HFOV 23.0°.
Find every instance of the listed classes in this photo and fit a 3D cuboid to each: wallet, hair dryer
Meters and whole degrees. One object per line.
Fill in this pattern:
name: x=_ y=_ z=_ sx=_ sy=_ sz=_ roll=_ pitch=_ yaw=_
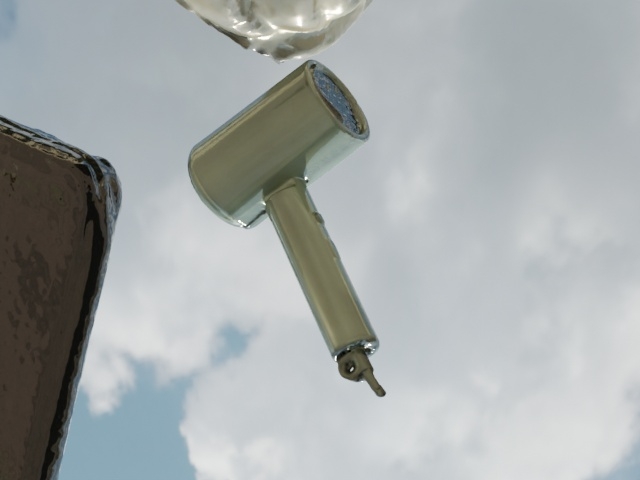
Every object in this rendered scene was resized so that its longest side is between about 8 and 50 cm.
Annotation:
wallet: x=-0.168 y=0.061 z=0.749 sx=0.149 sy=0.044 sz=0.250 roll=22 pitch=-75 yaw=34
hair dryer: x=0.000 y=0.000 z=0.562 sx=0.063 sy=0.038 sz=0.124 roll=-36 pitch=-119 yaw=22

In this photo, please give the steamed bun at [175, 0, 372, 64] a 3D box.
steamed bun: x=-0.035 y=-0.165 z=0.688 sx=0.183 sy=0.183 sz=0.106 roll=48 pitch=-70 yaw=19
